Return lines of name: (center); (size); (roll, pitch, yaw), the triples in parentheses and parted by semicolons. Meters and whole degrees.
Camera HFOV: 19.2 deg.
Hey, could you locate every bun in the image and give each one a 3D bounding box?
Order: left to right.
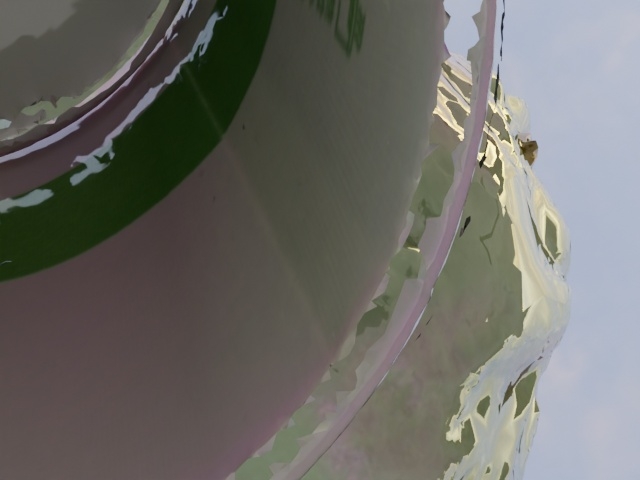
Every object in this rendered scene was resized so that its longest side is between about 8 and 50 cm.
bun: (0.000, 0.000, 0.708); (0.187, 0.293, 0.293); (-36, -89, 5)

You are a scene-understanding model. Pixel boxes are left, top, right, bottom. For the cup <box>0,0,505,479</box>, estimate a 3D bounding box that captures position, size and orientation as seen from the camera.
cup: (-0.107, -0.071, 0.410); (0.253, 0.274, 0.253); (-1, -75, -5)
